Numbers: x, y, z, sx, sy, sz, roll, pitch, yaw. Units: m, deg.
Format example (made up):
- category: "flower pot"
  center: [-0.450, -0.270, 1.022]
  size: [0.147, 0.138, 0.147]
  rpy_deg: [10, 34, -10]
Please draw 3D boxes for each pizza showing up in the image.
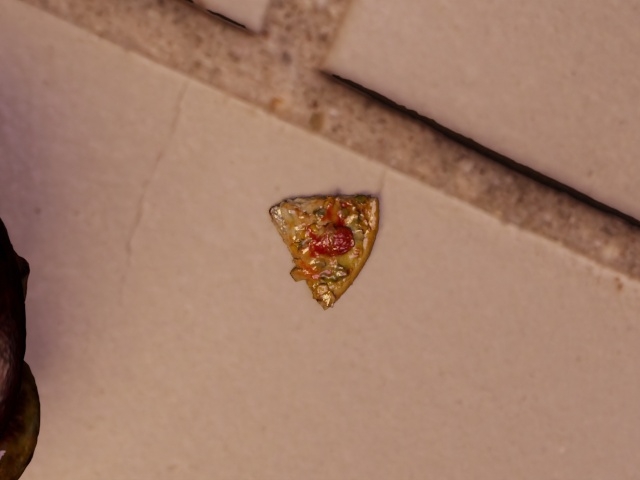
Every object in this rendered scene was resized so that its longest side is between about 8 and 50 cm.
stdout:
- category: "pizza"
  center: [0.001, 0.000, 1.185]
  size: [0.078, 0.025, 0.083]
  rpy_deg: [24, 91, -26]

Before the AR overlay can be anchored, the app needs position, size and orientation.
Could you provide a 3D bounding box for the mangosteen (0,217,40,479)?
- category: "mangosteen"
  center: [-0.288, 0.070, 0.957]
  size: [0.307, 0.307, 0.347]
  rpy_deg: [-55, 142, -5]
